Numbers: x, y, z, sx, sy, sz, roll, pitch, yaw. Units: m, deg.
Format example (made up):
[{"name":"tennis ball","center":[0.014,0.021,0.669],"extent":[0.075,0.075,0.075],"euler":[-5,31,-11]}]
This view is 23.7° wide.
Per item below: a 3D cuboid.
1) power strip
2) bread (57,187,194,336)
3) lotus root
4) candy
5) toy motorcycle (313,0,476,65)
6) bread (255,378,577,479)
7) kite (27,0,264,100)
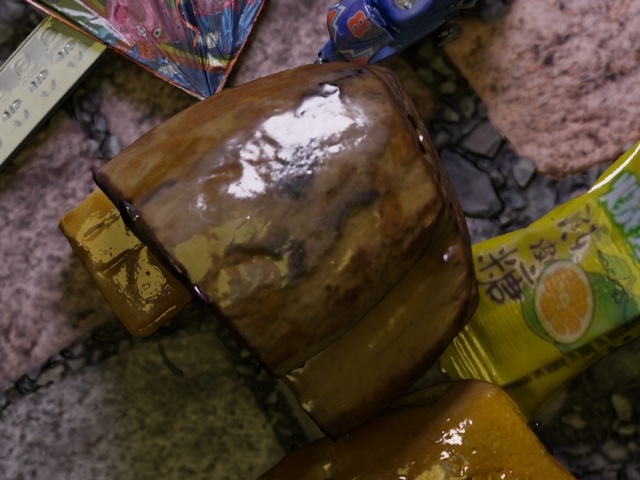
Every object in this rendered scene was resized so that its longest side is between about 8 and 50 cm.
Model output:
[{"name":"power strip","center":[-0.261,-0.132,1.357],"extent":[0.060,0.027,0.253],"euler":[42,92,5]},{"name":"bread","center":[-0.167,0.017,1.333],"extent":[0.074,0.053,0.132],"euler":[-33,88,4]},{"name":"lotus root","center":[0.000,0.000,1.193],"extent":[0.250,0.316,0.316],"euler":[-33,86,2]},{"name":"candy","center":[0.227,0.040,1.283],"extent":[0.297,0.081,0.187],"euler":[-32,85,14]},{"name":"toy motorcycle","center":[0.077,-0.199,1.286],"extent":[0.205,0.114,0.076],"euler":[-32,85,4]},{"name":"bread","center":[0.089,0.303,1.245],"extent":[0.328,0.148,0.337],"euler":[-32,87,9]},{"name":"kite","center":[-0.133,-0.225,1.340],"extent":[0.321,0.016,0.234],"euler":[-16,88,-1]}]
